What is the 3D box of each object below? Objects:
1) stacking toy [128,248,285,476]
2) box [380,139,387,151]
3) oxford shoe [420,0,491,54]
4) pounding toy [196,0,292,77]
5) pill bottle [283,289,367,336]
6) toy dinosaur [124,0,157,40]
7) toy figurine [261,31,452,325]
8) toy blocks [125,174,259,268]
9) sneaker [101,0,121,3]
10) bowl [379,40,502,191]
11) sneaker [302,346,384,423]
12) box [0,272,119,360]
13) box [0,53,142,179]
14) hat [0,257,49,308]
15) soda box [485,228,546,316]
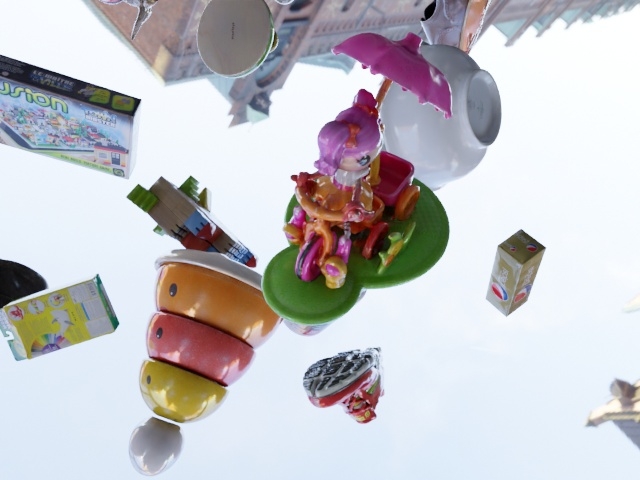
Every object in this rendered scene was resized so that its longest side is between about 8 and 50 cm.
[{"bbox_3d":[-0.294,0.288,1.199,0.351,0.350,0.479,26,-115,-15],"label":"stacking toy"},{"bbox_3d":[0.141,-0.214,1.508,0.148,0.311,0.121,-17,-85,-6],"label":"box"},{"bbox_3d":[0.302,-0.498,1.227,0.133,0.363,0.130,24,-105,8],"label":"oxford shoe"},{"bbox_3d":[-0.149,-0.456,1.126,0.183,0.236,0.110,33,-165,19],"label":"pounding toy"},{"bbox_3d":[0.020,0.121,1.360,0.161,0.283,0.161,21,-133,-24],"label":"pill bottle"},{"bbox_3d":[-0.487,-0.678,1.362,0.127,0.295,0.200,-17,-161,-8],"label":"toy dinosaur"},{"bbox_3d":[0.023,-0.051,0.344,0.130,0.159,0.173,30,-124,23],"label":"toy figurine"},{"bbox_3d":[-0.318,-0.017,1.438,0.261,0.190,0.381,42,178,19],"label":"toy blocks"},{"bbox_3d":[-0.354,-0.510,0.912,0.136,0.314,0.115,32,-104,-49],"label":"sneaker"},{"bbox_3d":[0.254,-0.244,1.005,0.298,0.134,0.297,-1,-89,-46],"label":"bowl"},{"bbox_3d":[0.060,0.244,0.863,0.279,0.107,0.118,11,-114,-68],"label":"sneaker"},{"bbox_3d":[-0.454,0.135,0.906,0.179,0.043,0.105,-18,-76,-5],"label":"box"},{"bbox_3d":[-0.327,-0.150,0.633,0.207,0.114,0.036,16,-130,-12],"label":"box"},{"bbox_3d":[-0.692,0.119,1.162,0.331,0.331,0.133,25,-115,-16],"label":"hat"},{"bbox_3d":[0.357,0.064,0.972,0.061,0.181,0.058,-33,-126,-16],"label":"soda box"}]
